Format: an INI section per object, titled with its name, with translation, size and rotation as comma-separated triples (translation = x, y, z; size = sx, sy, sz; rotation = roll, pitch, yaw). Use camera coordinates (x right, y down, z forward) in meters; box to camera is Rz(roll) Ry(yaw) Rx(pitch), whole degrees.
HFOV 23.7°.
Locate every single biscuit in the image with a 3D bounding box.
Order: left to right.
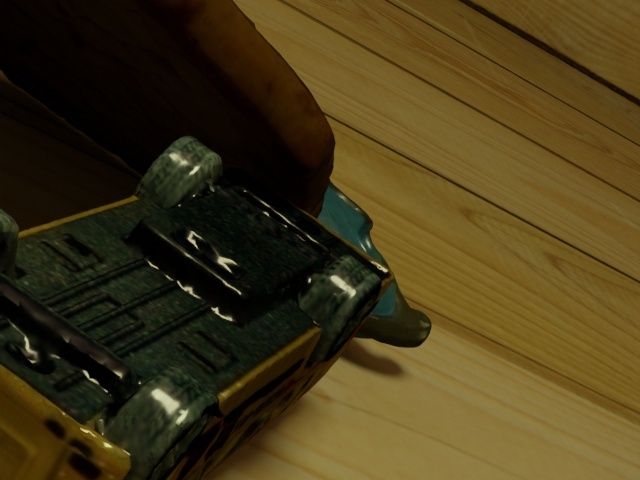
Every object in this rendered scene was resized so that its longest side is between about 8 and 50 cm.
[biscuit]
translation = -0.133, -0.122, 0.853
size = 0.359, 0.046, 0.359
rotation = 33, -13, 9

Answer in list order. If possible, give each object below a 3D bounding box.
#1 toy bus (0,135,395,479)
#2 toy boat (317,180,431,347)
[toy bus]
translation = -0.071, 0.043, 0.659
size = 0.121, 0.123, 0.335
rotation = 37, 18, 9
[toy boat]
translation = 0.000, 0.000, 0.970
size = 0.077, 0.075, 0.185
rotation = 4, 35, -41
